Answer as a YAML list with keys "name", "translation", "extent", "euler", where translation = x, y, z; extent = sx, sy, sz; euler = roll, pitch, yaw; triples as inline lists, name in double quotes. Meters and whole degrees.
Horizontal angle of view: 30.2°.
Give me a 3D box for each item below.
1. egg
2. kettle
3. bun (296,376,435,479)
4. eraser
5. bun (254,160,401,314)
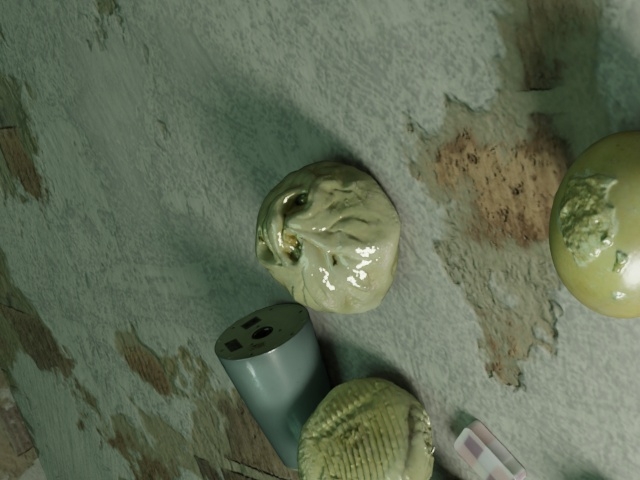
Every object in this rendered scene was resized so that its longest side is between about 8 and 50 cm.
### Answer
- name: "egg"
  translation: [0.313, -0.016, 1.217]
  extent: [0.164, 0.164, 0.201]
  euler: [28, 132, 39]
- name: "kettle"
  translation: [-0.063, 0.237, 1.932]
  extent: [0.210, 0.160, 0.243]
  euler: [34, 148, 63]
- name: "bun"
  translation: [0.076, 0.320, 1.763]
  extent: [0.220, 0.220, 0.134]
  euler: [27, 171, 40]
- name: "eraser"
  translation: [0.239, 0.309, 1.677]
  extent: [0.105, 0.026, 0.065]
  euler: [47, 142, 19]
- name: "bun"
  translation: [0.000, 0.000, 1.633]
  extent: [0.231, 0.133, 0.231]
  euler: [10, 109, 33]
